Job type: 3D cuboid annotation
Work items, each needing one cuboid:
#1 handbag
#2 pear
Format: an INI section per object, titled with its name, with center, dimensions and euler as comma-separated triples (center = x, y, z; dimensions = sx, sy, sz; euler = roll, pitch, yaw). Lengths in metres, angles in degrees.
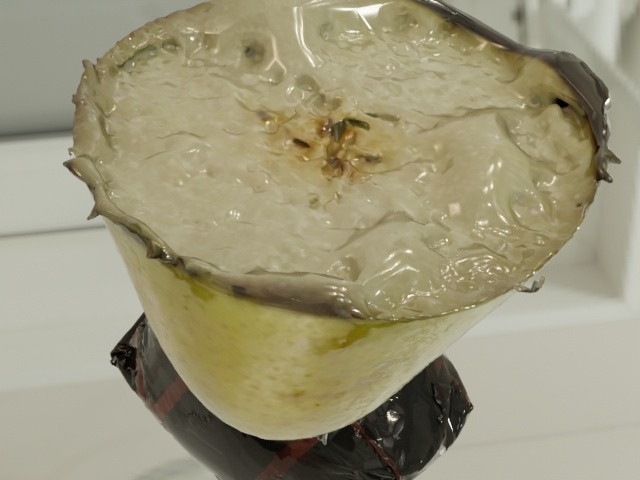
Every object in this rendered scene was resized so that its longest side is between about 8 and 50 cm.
[handbag]
center = -0.024, 0.088, 1.161
dimensions = 0.215, 0.155, 0.169
euler = 48, -42, 5
[pear]
center = -0.002, 0.001, 0.864
dimensions = 0.267, 0.267, 0.178
euler = -108, -158, -44
